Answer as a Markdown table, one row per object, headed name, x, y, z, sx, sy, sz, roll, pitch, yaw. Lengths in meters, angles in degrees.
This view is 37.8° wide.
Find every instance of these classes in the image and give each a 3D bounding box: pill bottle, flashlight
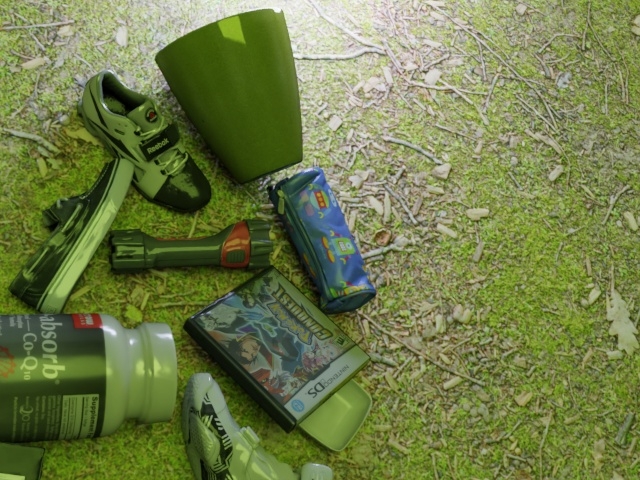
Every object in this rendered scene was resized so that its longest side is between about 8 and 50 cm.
| name | x | y | z | sx | sy | sz | roll | pitch | yaw |
| --- | --- | --- | --- | --- | --- | --- | --- | --- | --- |
| pill bottle | -0.435 | 0.225 | 1.547 | 0.363 | 0.210 | 0.210 | 0 | 68 | -21 |
| flashlight | -0.248 | 0.011 | 1.783 | 0.304 | 0.103 | 0.103 | -1 | 72 | -17 |

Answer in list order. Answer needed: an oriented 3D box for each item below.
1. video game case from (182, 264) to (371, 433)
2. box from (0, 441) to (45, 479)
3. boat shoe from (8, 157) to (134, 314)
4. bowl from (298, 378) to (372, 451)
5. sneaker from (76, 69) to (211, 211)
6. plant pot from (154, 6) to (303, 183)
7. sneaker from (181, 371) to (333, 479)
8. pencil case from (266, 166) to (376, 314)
| name | x | y | z | sx | sy | sz | roll | pitch | yaw |
| --- | --- | --- | --- | --- | --- | --- | --- | --- | --- |
| video game case | -0.076 | 0.192 | 1.736 | 0.275 | 0.035 | 0.248 | 43 | 43 | 13 |
| box | -0.500 | 0.410 | 1.470 | 0.093 | 0.158 | 0.156 | 13 | 64 | -17 |
| boat shoe | -0.451 | -0.027 | 1.700 | 0.119 | 0.121 | 0.335 | 29 | 63 | -12 |
| bowl | 0.011 | 0.317 | 1.770 | 0.142 | 0.053 | 0.142 | 39 | 61 | -2 |
| sneaker | -0.336 | -0.193 | 1.806 | 0.330 | 0.146 | 0.122 | 43 | 58 | -1 |
| plant pot | -0.149 | -0.272 | 1.864 | 0.275 | 0.275 | 0.293 | -22 | 92 | -28 |
| sneaker | -0.109 | 0.395 | 1.647 | 0.210 | 0.137 | 0.366 | -12 | 78 | -26 |
| pencil case | 0.000 | 0.000 | 1.863 | 0.133 | 0.119 | 0.306 | -8 | 69 | -49 |
